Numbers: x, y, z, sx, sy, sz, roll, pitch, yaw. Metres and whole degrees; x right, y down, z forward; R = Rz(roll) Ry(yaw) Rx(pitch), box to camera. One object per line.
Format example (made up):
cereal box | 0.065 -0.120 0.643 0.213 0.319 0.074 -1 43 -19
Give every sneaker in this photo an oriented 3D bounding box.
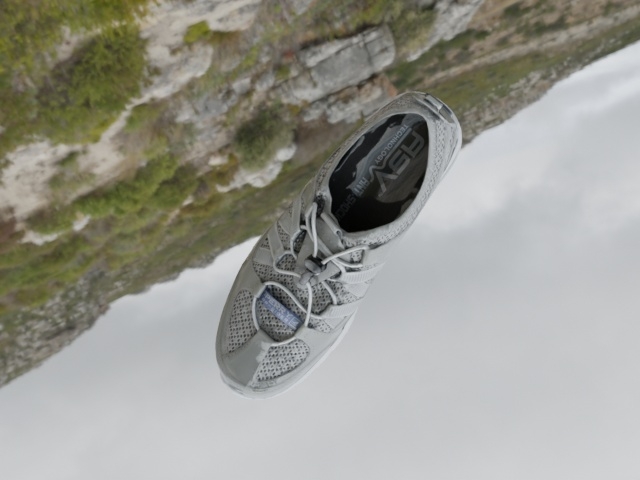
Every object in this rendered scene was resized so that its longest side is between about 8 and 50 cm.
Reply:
sneaker | 0.000 0.000 0.469 0.281 0.105 0.115 -58 171 6
